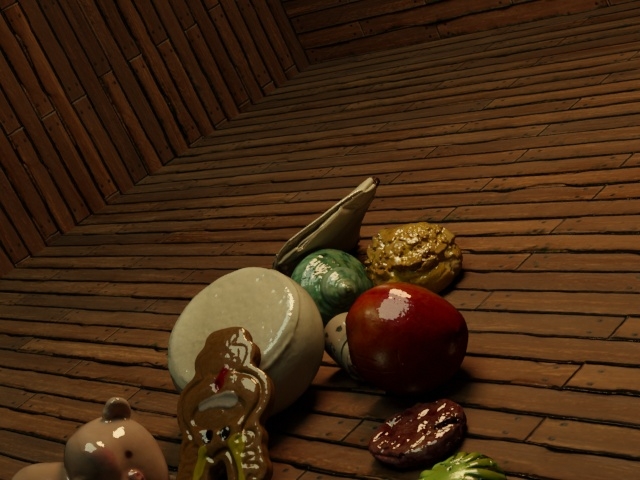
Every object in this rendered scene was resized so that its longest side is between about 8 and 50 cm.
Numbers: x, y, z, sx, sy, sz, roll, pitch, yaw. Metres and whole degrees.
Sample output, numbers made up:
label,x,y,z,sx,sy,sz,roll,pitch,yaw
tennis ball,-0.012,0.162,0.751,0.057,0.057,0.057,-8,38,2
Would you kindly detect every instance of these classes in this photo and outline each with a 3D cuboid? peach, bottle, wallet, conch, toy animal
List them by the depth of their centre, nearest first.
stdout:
label,x,y,z,sx,sy,sz,roll,pitch,yaw
toy animal,-0.360,0.399,1.937,0.221,0.210,0.229,-20,26,32
peach,0.142,0.156,1.947,0.197,0.197,0.197,-23,19,9
bottle,0.072,0.187,2.093,0.099,0.099,0.152,-30,24,-13
conch,0.028,0.089,2.348,0.176,0.122,0.188,10,27,-12
wallet,0.003,0.001,2.494,0.275,0.068,0.335,-41,-12,-22

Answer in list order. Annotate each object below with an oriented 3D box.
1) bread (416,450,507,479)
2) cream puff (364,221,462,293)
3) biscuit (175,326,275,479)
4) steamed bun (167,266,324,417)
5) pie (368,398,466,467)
label,x,y,z,sx,sy,sz,roll,pitch,yaw
bread,0.176,0.331,1.615,0.139,0.071,0.130,-19,25,20
cream puff,0.169,0.032,2.308,0.189,0.129,0.189,-20,18,7
biscuit,-0.154,0.278,1.951,0.186,0.044,0.295,-16,60,23
steamed bun,-0.117,0.195,2.132,0.283,0.177,0.283,-19,45,20
pie,0.145,0.286,1.819,0.153,0.038,0.153,-25,17,8
